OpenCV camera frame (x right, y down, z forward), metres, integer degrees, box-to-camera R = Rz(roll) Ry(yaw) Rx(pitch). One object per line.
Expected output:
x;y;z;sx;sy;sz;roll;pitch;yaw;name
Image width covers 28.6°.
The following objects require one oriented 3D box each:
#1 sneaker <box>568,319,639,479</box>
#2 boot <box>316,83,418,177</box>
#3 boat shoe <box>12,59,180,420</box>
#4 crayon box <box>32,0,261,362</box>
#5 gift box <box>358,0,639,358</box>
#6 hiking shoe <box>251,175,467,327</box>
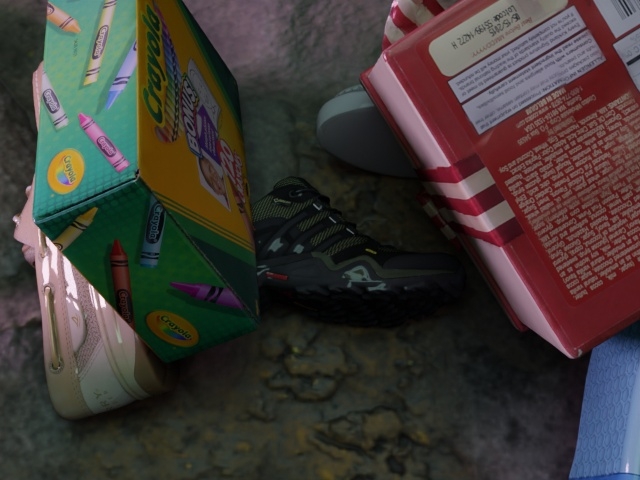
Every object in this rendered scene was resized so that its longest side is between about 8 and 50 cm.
0.274;0.197;0.852;0.208;0.127;0.319;18;81;-11;sneaker
0.121;-0.127;1.039;0.258;0.095;0.123;1;57;-9;boot
-0.189;-0.012;0.962;0.098;0.109;0.302;-21;67;10;boat shoe
-0.123;-0.072;0.908;0.081;0.165;0.278;-22;44;14;crayon box
0.178;-0.103;0.849;0.255;0.258;0.276;-27;92;1;gift box
0.000;0.000;0.966;0.227;0.086;0.114;3;66;2;hiking shoe
